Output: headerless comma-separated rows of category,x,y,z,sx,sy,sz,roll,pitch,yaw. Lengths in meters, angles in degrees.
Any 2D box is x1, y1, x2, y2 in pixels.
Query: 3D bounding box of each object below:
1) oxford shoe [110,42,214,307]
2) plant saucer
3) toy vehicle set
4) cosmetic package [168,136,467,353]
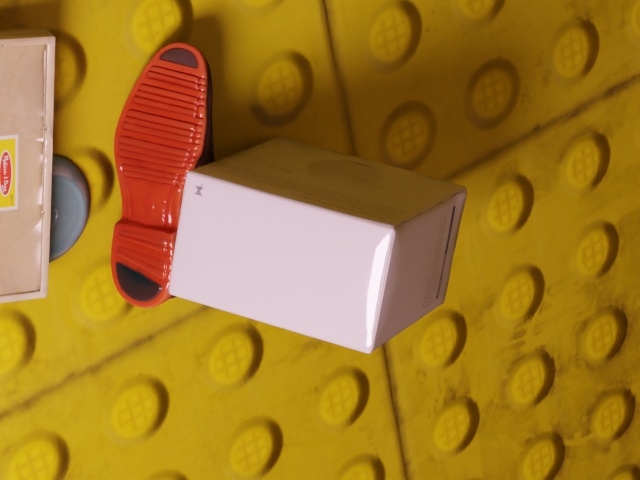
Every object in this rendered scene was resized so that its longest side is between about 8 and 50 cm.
oxford shoe,-0.150,-0.071,2.030,0.098,0.097,0.271,-17,123,-61
plant saucer,-0.275,-0.026,1.976,0.119,0.021,0.119,-17,119,-33
toy vehicle set,-0.337,-0.064,1.881,0.166,0.035,0.267,-6,112,-28
cosmetic package,0.000,0.000,2.021,0.224,0.224,0.138,-24,128,-65
